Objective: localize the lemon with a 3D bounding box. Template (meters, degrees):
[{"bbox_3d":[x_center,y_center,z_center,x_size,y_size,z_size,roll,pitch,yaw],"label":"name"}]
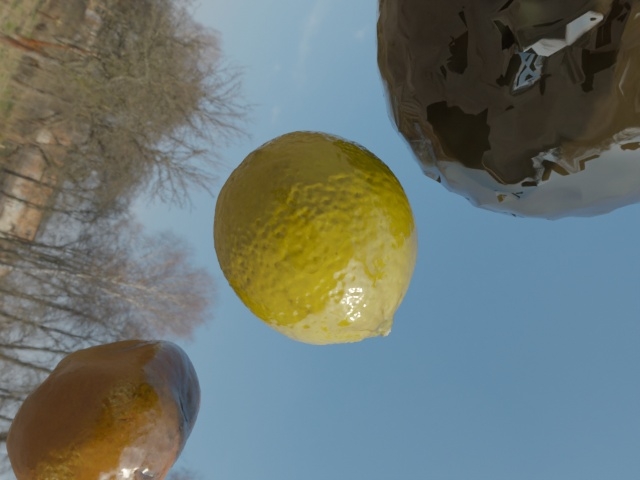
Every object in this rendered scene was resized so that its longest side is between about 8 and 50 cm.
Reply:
[{"bbox_3d":[0.000,0.000,0.450,0.178,0.178,0.203,-47,-108,30],"label":"lemon"}]

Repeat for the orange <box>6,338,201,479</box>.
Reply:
[{"bbox_3d":[-0.259,0.219,0.624,0.249,0.183,0.249,-52,-174,8],"label":"orange"}]

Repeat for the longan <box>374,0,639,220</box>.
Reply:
[{"bbox_3d":[0.246,-0.218,0.509,0.391,0.391,0.390,-35,-136,42],"label":"longan"}]
